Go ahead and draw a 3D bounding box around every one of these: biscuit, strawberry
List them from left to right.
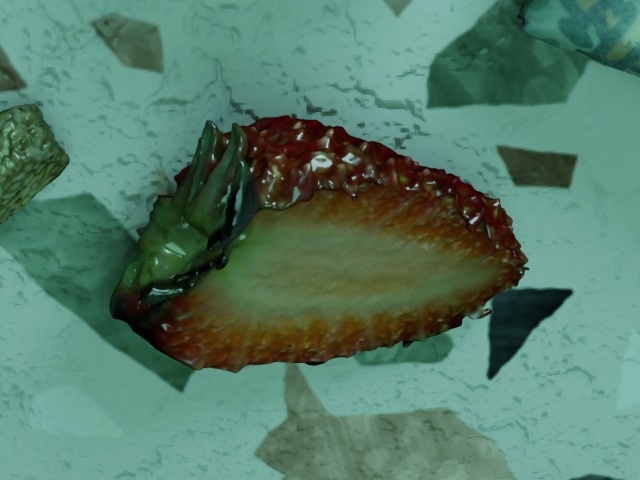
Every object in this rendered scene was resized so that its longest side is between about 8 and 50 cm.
[{"bbox_3d":[-0.265,-0.035,0.982,0.168,0.082,0.070,-34,89,8],"label":"biscuit"},{"bbox_3d":[0.000,0.000,1.022,0.306,0.138,0.233,9,136,-38],"label":"strawberry"}]

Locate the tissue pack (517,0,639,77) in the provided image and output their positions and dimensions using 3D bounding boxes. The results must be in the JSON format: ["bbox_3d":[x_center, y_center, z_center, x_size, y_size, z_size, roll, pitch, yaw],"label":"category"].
[{"bbox_3d":[0.299,-0.245,0.912,0.228,0.128,0.311,25,110,1],"label":"tissue pack"}]
